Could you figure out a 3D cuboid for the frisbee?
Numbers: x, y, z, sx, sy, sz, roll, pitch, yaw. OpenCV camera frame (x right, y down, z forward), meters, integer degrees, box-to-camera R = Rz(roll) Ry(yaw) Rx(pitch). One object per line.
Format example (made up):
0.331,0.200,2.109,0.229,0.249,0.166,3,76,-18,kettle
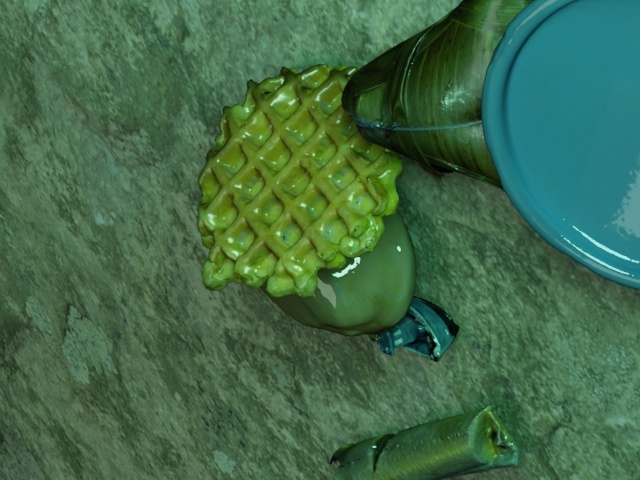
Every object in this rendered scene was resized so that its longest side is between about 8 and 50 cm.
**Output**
0.264,-0.085,1.505,0.289,0.049,0.290,15,128,20,frisbee

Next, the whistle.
0.107,0.224,2.049,0.068,0.057,0.326,56,149,-5,whistle

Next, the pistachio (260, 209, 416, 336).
0.000,0.000,1.924,0.238,0.153,0.137,38,-175,32,pistachio

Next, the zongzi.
0.101,-0.165,1.630,0.221,0.112,0.242,16,133,38,zongzi

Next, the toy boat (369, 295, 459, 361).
0.080,0.087,1.955,0.137,0.061,0.060,23,136,42,toy boat

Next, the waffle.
-0.018,-0.057,1.827,0.237,0.243,0.058,-9,154,37,waffle

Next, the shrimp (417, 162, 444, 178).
0.097,-0.092,1.788,0.092,0.038,0.029,55,-169,2,shrimp
